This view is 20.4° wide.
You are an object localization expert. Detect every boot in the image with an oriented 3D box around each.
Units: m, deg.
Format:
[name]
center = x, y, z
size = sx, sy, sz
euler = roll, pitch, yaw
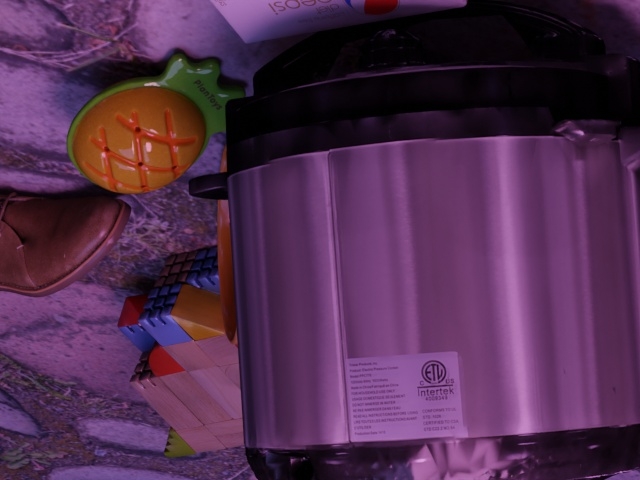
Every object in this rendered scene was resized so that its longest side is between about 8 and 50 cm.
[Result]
[boot]
center = -0.340, -0.009, 1.984
size = 0.305, 0.112, 0.115
euler = -12, 132, 40

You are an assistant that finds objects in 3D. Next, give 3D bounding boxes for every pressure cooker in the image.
[pressure cooker]
center = 0.106, 0.001, 1.539
size = 0.370, 0.420, 0.375
euler = -3, 176, -24

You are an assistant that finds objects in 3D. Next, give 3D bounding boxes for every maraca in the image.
[maraca]
center = -0.161, -0.113, 1.739
size = 0.186, 0.099, 0.127
euler = -31, 131, 18

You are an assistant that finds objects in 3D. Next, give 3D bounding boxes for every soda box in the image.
[soda box]
center = 0.019, -0.226, 1.488
size = 0.216, 0.074, 0.069
euler = -6, 146, 29

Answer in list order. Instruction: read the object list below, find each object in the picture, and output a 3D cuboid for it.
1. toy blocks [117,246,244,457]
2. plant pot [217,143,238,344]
[toy blocks]
center = -0.095, 0.117, 2.066
size = 0.381, 0.190, 0.261
euler = -13, 131, 36
[plant pot]
center = 0.000, 0.000, 1.794
size = 0.188, 0.205, 0.205
euler = -1, 152, -10
